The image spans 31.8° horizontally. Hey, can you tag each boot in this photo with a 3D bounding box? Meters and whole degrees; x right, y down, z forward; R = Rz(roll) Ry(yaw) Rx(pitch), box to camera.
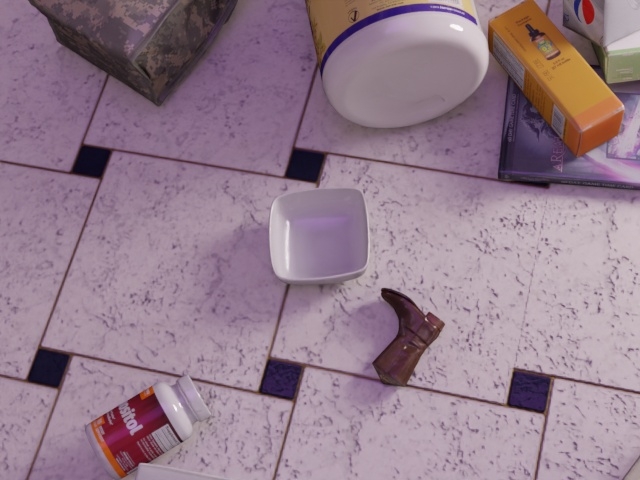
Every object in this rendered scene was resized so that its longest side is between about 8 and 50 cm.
[{"bbox_3d":[0.097,0.132,1.517,0.106,0.037,0.114,32,77,23],"label":"boot"}]

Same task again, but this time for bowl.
[{"bbox_3d":[0.000,0.000,1.583,0.142,0.053,0.142,-5,64,5],"label":"bowl"}]

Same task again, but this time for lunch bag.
[{"bbox_3d":[-0.266,-0.397,1.750,0.235,0.169,0.287,32,77,21],"label":"lunch bag"}]

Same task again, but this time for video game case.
[{"bbox_3d":[0.403,-0.166,1.621,0.274,0.026,0.196,6,65,10],"label":"video game case"}]

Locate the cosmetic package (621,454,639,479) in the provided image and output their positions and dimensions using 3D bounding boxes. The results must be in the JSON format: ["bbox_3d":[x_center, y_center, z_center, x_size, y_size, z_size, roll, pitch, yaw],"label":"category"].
[{"bbox_3d":[0.397,0.322,1.288,0.129,0.153,0.296,36,65,21],"label":"cosmetic package"}]

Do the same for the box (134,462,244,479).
[{"bbox_3d":[-0.129,0.361,1.355,0.181,0.181,0.119,8,65,12],"label":"box"}]

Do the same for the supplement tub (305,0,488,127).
[{"bbox_3d":[0.096,-0.359,1.637,0.241,0.241,0.331,-12,63,2],"label":"supplement tub"}]

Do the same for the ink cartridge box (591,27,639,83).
[{"bbox_3d":[0.487,-0.328,1.673,0.171,0.056,0.235,-7,39,4],"label":"ink cartridge box"}]

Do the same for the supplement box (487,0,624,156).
[{"bbox_3d":[0.333,-0.235,1.609,0.078,0.080,0.233,-29,65,-7],"label":"supplement box"}]

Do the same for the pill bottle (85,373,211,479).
[{"bbox_3d":[-0.225,0.242,1.480,0.152,0.086,0.086,-31,64,-8],"label":"pill bottle"}]

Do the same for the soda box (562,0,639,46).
[{"bbox_3d":[0.488,-0.389,1.628,0.286,0.098,0.091,-27,44,-19],"label":"soda box"}]
